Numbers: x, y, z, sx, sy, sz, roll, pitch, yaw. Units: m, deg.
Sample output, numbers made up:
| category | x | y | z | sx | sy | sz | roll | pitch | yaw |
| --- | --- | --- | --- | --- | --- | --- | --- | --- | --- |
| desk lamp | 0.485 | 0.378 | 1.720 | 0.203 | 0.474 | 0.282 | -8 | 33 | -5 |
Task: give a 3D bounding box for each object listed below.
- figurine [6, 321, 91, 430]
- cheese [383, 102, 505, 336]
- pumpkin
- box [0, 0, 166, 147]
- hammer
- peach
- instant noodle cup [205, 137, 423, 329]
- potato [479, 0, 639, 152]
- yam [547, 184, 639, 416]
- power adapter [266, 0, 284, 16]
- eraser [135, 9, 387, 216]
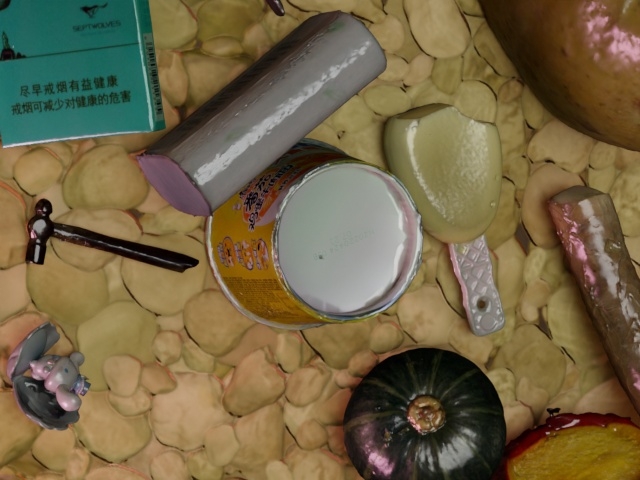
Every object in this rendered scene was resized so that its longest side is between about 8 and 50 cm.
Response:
| category | x | y | z | sx | sy | sz | roll | pitch | yaw |
| --- | --- | --- | --- | --- | --- | --- | --- | --- | --- |
| figurine | -0.257 | 0.133 | 1.794 | 0.086 | 0.094 | 0.082 | 40 | 120 | 8 |
| cheese | 0.150 | -0.023 | 1.953 | 0.127 | 0.050 | 0.255 | -21 | 102 | -20 |
| pumpkin | 0.106 | 0.190 | 1.902 | 0.167 | 0.125 | 0.167 | 0 | 82 | 2 |
| box | -0.238 | -0.207 | 1.748 | 0.161 | 0.042 | 0.226 | -6 | 97 | 17 |
| hammer | -0.205 | 0.009 | 1.835 | 0.178 | 0.021 | 0.065 | 15 | 89 | -24 |
| peach | 0.261 | 0.277 | 1.943 | 0.196 | 0.190 | 0.226 | 33 | 88 | -8 |
| instant noodle cup | 0.000 | 0.000 | 1.843 | 0.205 | 0.153 | 0.205 | -2 | 95 | -20 |
| potato | 0.303 | -0.263 | 1.875 | 0.212 | 0.280 | 0.330 | 9 | 92 | -24 |
| yam | 0.341 | 0.105 | 1.988 | 0.081 | 0.081 | 0.357 | -23 | 89 | -18 |
| power adapter | -0.087 | -0.339 | 1.801 | 0.187 | 0.124 | 0.255 | -40 | 107 | -13 |
| eraser | -0.059 | -0.122 | 1.797 | 0.227 | 0.174 | 0.081 | -39 | 106 | -14 |
